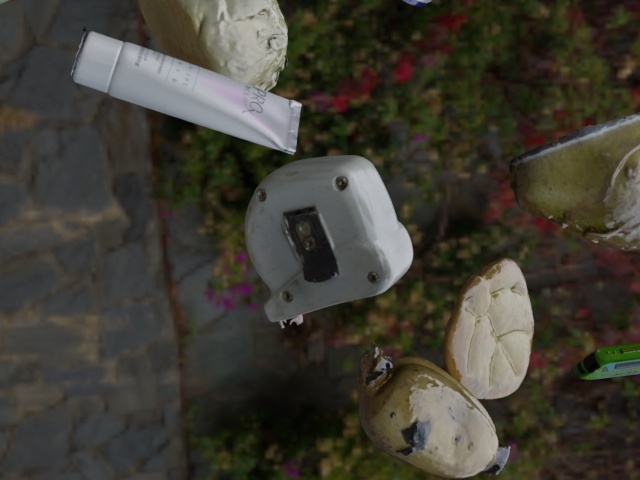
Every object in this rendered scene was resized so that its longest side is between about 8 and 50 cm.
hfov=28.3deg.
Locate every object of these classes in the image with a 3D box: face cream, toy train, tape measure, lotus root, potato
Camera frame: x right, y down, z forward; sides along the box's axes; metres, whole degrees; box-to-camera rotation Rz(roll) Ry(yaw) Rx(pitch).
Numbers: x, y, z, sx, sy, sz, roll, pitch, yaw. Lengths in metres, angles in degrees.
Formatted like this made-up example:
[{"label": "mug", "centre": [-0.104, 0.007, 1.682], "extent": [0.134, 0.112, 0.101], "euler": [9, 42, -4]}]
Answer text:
[{"label": "face cream", "centre": [-0.138, -0.154, 1.326], "extent": [0.092, 0.244, 0.058], "euler": [-83, -166, -49]}, {"label": "toy train", "centre": [0.539, 0.199, 2.171], "extent": [0.044, 0.209, 0.042], "euler": [-101, -175, -53]}, {"label": "tape measure", "centre": [0.000, 0.000, 2.045], "extent": [0.130, 0.258, 0.265], "euler": [-38, 108, -54]}, {"label": "lotus root", "centre": [0.146, 0.255, 1.799], "extent": [0.140, 0.257, 0.154], "euler": [-53, -175, 20]}, {"label": "potato", "centre": [0.413, -0.069, 1.678], "extent": [0.246, 0.300, 0.196], "euler": [-27, -100, 63]}]

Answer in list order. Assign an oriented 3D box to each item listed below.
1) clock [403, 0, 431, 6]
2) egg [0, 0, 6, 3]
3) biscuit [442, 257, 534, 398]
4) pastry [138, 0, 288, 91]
[{"label": "clock", "centre": [0.098, -0.437, 1.758], "extent": [0.083, 0.230, 0.230], "euler": [-40, -143, 27]}, {"label": "egg", "centre": [-0.644, -0.523, 2.157], "extent": [0.258, 0.352, 0.258], "euler": [-174, -90, -90]}, {"label": "biscuit", "centre": [0.259, 0.142, 1.887], "extent": [0.203, 0.041, 0.260], "euler": [-54, 138, -25]}, {"label": "pastry", "centre": [-0.147, -0.310, 1.720], "extent": [0.265, 0.133, 0.265], "euler": [53, -15, 21]}]
